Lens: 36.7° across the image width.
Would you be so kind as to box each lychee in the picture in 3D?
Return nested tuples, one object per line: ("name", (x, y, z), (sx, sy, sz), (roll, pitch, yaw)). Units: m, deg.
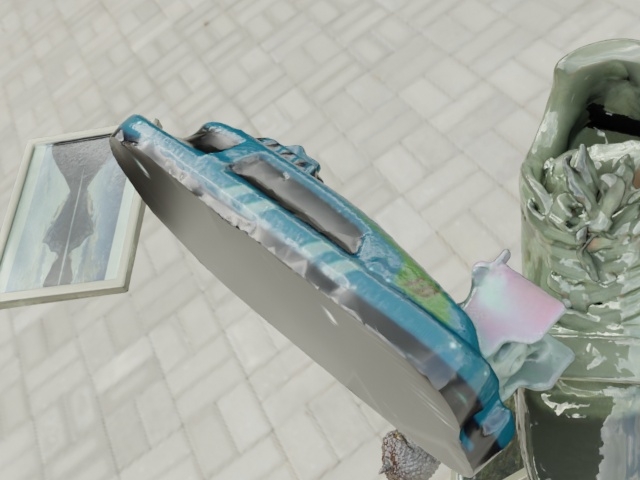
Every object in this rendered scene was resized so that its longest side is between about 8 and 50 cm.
("lychee", (0.094, 0.227, 1.024), (0.083, 0.068, 0.067), (-29, -2, -17))

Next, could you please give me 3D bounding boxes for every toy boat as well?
("toy boat", (0.000, 0.000, 0.549), (0.092, 0.134, 0.299), (-45, 56, -13))

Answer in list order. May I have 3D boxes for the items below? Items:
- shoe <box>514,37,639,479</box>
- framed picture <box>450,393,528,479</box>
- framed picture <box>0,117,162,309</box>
("shoe", (0.154, 0.017, 0.548), (0.109, 0.149, 0.293), (-1, 60, 27))
("framed picture", (0.264, 0.202, 1.319), (0.240, 0.020, 0.324), (-42, 25, 39))
("framed picture", (-0.235, -0.029, 0.923), (0.150, 0.015, 0.203), (-7, 53, 15))
